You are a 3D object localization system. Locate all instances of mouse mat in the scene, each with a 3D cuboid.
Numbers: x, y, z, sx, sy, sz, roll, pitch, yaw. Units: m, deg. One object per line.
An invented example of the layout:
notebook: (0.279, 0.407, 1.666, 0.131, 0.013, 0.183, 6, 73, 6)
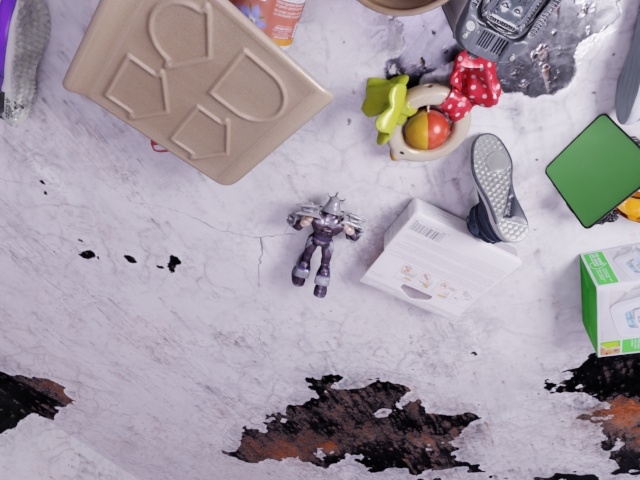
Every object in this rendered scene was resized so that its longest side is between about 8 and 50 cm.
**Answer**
mouse mat: (0.510, -0.131, 0.806, 0.007, 0.190, 0.153, 19, 131, -20)

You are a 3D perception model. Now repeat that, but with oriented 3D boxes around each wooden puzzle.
wooden puzzle: (-0.201, -0.264, 0.731, 0.347, 0.081, 0.322, 30, 139, -31)

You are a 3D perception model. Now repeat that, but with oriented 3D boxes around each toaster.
toaster: (0.275, -0.391, 0.637, 0.129, 0.147, 0.227, 13, 132, -19)

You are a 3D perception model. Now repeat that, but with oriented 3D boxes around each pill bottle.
pill bottle: (-0.071, -0.425, 0.681, 0.121, 0.121, 0.216, 20, 129, -9)

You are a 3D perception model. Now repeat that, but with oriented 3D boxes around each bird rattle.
bird rattle: (0.209, -0.244, 0.826, 0.253, 0.143, 0.207, -12, 140, 1)

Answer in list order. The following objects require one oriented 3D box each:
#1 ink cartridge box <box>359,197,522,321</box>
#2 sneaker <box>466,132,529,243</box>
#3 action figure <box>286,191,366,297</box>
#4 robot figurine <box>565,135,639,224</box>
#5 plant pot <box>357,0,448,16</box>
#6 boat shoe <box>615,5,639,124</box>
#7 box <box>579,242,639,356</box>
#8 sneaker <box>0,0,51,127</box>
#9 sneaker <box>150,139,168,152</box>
ink cartridge box: (0.284, 0.058, 1.072, 0.296, 0.066, 0.261, 24, 132, -12)
sneaker: (0.351, -0.100, 0.922, 0.086, 0.163, 0.226, -13, 87, 2)
action figure: (0.000, 0.000, 1.048, 0.185, 0.099, 0.285, 19, 126, 1)
robot figurine: (0.645, -0.112, 0.871, 0.290, 0.085, 0.211, 12, 130, -3)
plant pot: (0.135, -0.453, 0.616, 0.237, 0.110, 0.238, 14, 124, 22)
boat shoe: (0.564, -0.303, 0.723, 0.075, 0.083, 0.226, -2, 129, 11)
box: (0.767, 0.138, 1.039, 0.231, 0.127, 0.262, -12, 126, 19)
sneaker: (-0.621, -0.360, 0.820, 0.146, 0.102, 0.293, 29, 127, -16)
sneaker: (-0.265, -0.271, 0.875, 0.221, 0.087, 0.128, -21, 116, 8)
